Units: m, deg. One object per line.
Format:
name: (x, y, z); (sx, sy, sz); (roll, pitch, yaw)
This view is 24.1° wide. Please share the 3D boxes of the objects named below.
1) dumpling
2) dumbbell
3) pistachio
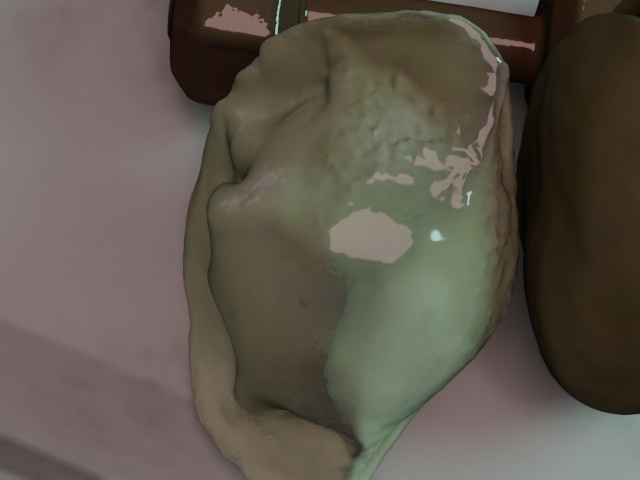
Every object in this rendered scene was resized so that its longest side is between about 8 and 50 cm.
dumpling: (0.001, -0.004, 0.659); (0.166, 0.216, 0.126); (32, 50, 28)
dumbbell: (0.044, -0.097, 0.707); (0.230, 0.092, 0.082); (6, 52, -2)
pistachio: (0.143, -0.012, 0.642); (0.135, 0.226, 0.136); (-3, 45, 3)
